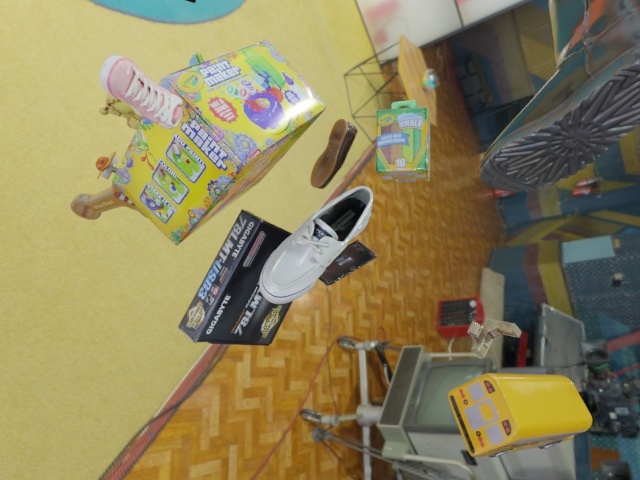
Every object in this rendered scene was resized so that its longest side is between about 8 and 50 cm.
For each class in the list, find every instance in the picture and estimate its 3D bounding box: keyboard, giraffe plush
[{"bbox_3d":[0.052,0.051,1.166,0.180,0.108,0.023,-27,142,-34],"label":"keyboard"},{"bbox_3d":[-0.720,-0.501,1.650,0.170,0.181,0.210,5,39,-50],"label":"giraffe plush"}]

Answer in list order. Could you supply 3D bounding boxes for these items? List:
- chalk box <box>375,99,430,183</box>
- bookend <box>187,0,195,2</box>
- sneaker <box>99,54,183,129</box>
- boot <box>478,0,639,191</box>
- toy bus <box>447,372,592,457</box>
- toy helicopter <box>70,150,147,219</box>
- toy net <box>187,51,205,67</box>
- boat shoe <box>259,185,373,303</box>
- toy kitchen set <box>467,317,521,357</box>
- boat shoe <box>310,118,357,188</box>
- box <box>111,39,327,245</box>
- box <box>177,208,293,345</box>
[{"bbox_3d":[0.219,-0.269,1.170,0.132,0.132,0.213,17,73,-73],"label":"chalk box"},{"bbox_3d":[-0.188,-0.339,0.518,0.157,0.072,0.156,110,-3,-70],"label":"bookend"},{"bbox_3d":[-0.214,-0.181,0.559,0.134,0.070,0.051,77,37,-84],"label":"sneaker"},{"bbox_3d":[0.460,-0.352,0.844,0.146,0.367,0.445,23,59,-19],"label":"boot"},{"bbox_3d":[0.370,0.309,0.802,0.332,0.130,0.108,14,45,-36],"label":"toy bus"},{"bbox_3d":[-0.553,-0.135,1.215,0.235,0.355,0.140,53,31,-46],"label":"toy helicopter"},{"bbox_3d":[-0.276,-0.377,1.171,0.122,0.045,0.232,63,1,24],"label":"toy net"},{"bbox_3d":[0.000,0.000,0.777,0.267,0.088,0.096,-38,75,-23],"label":"boat shoe"},{"bbox_3d":[0.378,0.210,0.980,0.068,0.075,0.083,44,69,-25],"label":"toy kitchen set"},{"bbox_3d":[0.044,-0.237,1.263,0.073,0.073,0.207,15,107,-51],"label":"boat shoe"},{"bbox_3d":[-0.186,-0.186,0.839,0.177,0.279,0.290,47,43,-5],"label":"box"},{"bbox_3d":[-0.150,0.103,1.050,0.296,0.073,0.293,-62,153,0],"label":"box"}]
